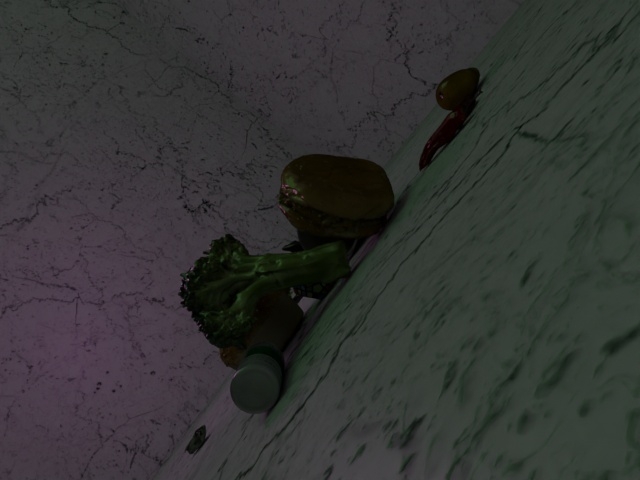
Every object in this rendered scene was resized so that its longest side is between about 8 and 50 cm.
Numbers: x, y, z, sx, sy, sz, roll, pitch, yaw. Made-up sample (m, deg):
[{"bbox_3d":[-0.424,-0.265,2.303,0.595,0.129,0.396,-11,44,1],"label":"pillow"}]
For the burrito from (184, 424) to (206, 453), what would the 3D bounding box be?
[{"bbox_3d":[-0.397,0.643,1.581,0.074,0.044,0.118,-50,-4,-46],"label":"burrito"}]

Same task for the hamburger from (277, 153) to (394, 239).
[{"bbox_3d":[0.036,-0.126,1.269,0.318,0.319,0.158,-55,-21,-57],"label":"hamburger"}]

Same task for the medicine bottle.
[{"bbox_3d":[-0.121,0.266,0.998,0.095,0.095,0.260,-53,3,-2],"label":"medicine bottle"}]

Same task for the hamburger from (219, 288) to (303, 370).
[{"bbox_3d":[-0.182,0.257,1.444,0.276,0.179,0.294,-51,2,24],"label":"hamburger"}]

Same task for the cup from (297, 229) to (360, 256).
[{"bbox_3d":[0.035,-0.022,1.532,0.258,0.186,0.234,-56,-8,22],"label":"cup"}]

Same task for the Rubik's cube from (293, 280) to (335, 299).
[{"bbox_3d":[-0.021,0.106,1.381,0.112,0.133,0.133,-21,-20,-38],"label":"Rubik's cube"}]

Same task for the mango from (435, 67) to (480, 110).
[{"bbox_3d":[0.434,-0.476,1.527,0.227,0.099,0.136,-43,-10,-43],"label":"mango"}]

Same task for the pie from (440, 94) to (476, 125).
[{"bbox_3d":[0.360,-0.325,1.319,0.154,0.036,0.154,-52,1,2],"label":"pie"}]

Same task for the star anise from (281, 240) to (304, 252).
[{"bbox_3d":[0.002,0.004,1.703,0.282,0.212,0.129,-60,15,-4],"label":"star anise"}]

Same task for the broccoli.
[{"bbox_3d":[-0.151,0.087,1.237,0.397,0.353,0.274,-39,-37,-15],"label":"broccoli"}]

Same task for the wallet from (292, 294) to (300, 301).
[{"bbox_3d":[-0.071,0.208,2.140,0.255,0.031,0.137,-53,2,-1],"label":"wallet"}]

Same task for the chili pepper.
[{"bbox_3d":[0.314,-0.272,1.236,0.268,0.051,0.059,-52,17,45],"label":"chili pepper"}]
